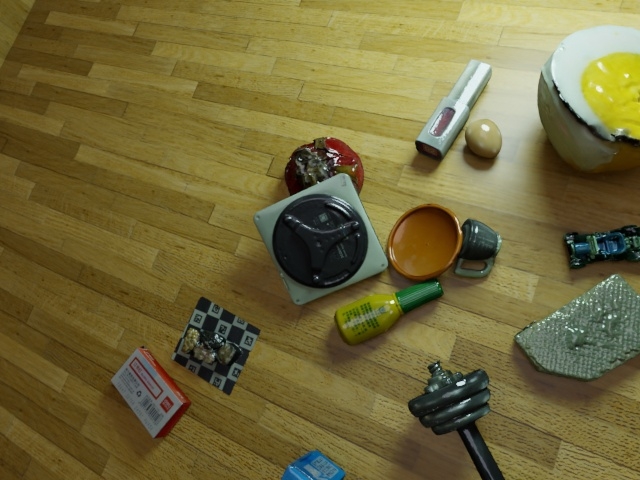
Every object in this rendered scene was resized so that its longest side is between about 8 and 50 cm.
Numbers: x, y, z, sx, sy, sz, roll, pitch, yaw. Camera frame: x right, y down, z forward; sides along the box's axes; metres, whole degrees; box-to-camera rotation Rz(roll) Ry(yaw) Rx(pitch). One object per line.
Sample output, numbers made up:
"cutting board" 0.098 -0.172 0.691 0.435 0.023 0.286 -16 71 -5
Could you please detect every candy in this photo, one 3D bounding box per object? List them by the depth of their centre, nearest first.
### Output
"candy" -0.074 0.621 0.903 0.100 0.157 0.305 28 85 23

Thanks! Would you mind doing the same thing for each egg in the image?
"egg" 0.593 -0.273 0.897 0.338 0.201 0.336 3 66 -6
"egg" 0.393 -0.243 1.021 0.080 0.080 0.096 -20 74 12

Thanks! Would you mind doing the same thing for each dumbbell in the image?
"dumbbell" 0.316 0.427 0.816 0.179 0.179 0.405 -29 68 9

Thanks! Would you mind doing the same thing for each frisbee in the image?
"frisbee" 0.248 0.005 1.011 0.192 0.035 0.191 -18 60 35

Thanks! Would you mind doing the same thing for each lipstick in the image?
"lipstick" 0.337 -0.325 1.064 0.079 0.077 0.252 32 86 23

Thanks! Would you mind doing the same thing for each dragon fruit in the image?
"dragon fruit" -0.006 -0.181 1.099 0.219 0.148 0.223 24 85 21

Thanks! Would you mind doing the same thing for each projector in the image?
"projector" 0.000 0.000 1.040 0.259 0.079 0.256 -24 96 11

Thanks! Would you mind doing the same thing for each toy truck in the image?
"toy truck" 0.599 0.008 0.888 0.155 0.078 0.080 -8 75 16

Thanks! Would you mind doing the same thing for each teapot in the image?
"teapot" 0.360 0.017 0.974 0.091 0.124 0.092 15 37 1

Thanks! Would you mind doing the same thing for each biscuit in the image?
"biscuit" 0.547 0.193 0.869 0.252 0.052 0.150 -34 69 8

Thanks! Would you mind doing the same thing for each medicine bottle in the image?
"medicine bottle" 0.160 0.159 0.998 0.261 0.064 0.094 -26 71 11

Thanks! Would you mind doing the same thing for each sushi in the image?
"sushi" -0.293 0.273 1.126 0.215 0.050 0.192 23 84 22

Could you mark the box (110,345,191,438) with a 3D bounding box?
"box" -0.462 0.404 1.148 0.229 0.050 0.122 38 88 24
